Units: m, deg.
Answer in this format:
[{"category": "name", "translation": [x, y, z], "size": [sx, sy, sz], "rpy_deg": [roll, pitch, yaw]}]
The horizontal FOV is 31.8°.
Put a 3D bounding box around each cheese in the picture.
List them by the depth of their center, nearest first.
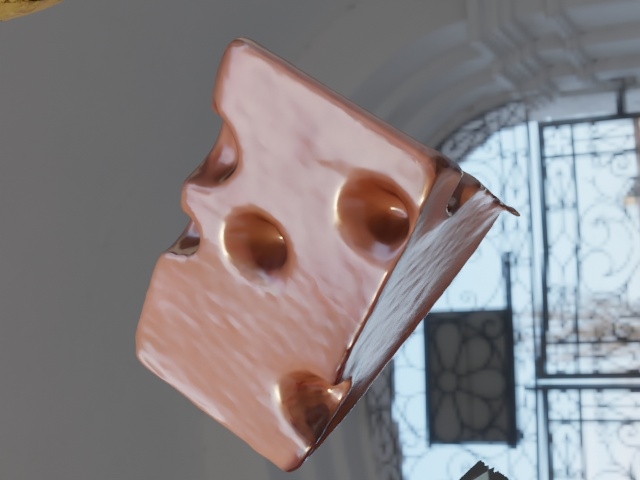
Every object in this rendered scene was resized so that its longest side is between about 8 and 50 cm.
[{"category": "cheese", "translation": [-0.007, 0.019, 0.574], "size": [0.177, 0.128, 0.203], "rpy_deg": [-58, -16, 6]}]

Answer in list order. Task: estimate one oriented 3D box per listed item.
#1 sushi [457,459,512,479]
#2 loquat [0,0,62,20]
[{"category": "sushi", "translation": [0.080, 0.286, 0.942], "size": [0.050, 0.264, 0.290], "rpy_deg": [51, 170, -10]}, {"category": "loquat", "translation": [-0.190, -0.219, 0.553], "size": [0.235, 0.235, 0.235], "rpy_deg": [-4, -90, -66]}]
